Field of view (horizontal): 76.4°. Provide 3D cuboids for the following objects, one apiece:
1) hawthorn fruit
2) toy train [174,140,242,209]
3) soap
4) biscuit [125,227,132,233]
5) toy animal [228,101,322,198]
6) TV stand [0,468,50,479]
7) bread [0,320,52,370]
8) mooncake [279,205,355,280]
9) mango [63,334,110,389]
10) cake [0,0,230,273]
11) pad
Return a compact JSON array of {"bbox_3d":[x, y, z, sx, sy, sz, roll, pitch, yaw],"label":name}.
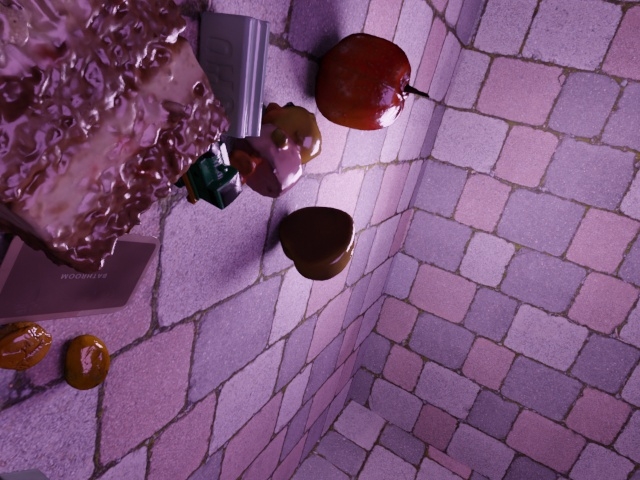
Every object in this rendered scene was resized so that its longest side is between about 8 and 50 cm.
[{"bbox_3d":[0.144,-0.416,1.095,0.254,0.300,0.254,-51,153,-40],"label":"hawthorn fruit"},{"bbox_3d":[-0.217,-0.145,0.748,0.091,0.136,0.228,-51,162,-29],"label":"toy train"},{"bbox_3d":[-0.162,-0.299,0.743,0.066,0.119,0.198,-26,131,-56],"label":"soap"},{"bbox_3d":[-0.362,-0.062,0.656,0.188,0.027,0.188,-49,152,-38],"label":"biscuit"},{"bbox_3d":[-0.092,-0.216,0.940,0.195,0.169,0.281,-25,-152,53],"label":"toy animal"},{"bbox_3d":[-0.574,0.544,0.690,0.270,0.082,0.088,-63,156,-13],"label":"TV stand"},{"bbox_3d":[-0.460,0.162,0.624,0.081,0.046,0.083,-35,148,-41],"label":"bread"},{"bbox_3d":[0.000,0.000,1.231,0.235,0.234,0.117,-54,154,-29],"label":"mooncake"},{"bbox_3d":[-0.429,0.223,0.745,0.079,0.057,0.114,-32,131,-48],"label":"mango"},{"bbox_3d":[-0.292,-0.160,0.394,0.256,0.281,0.290,-60,155,-24],"label":"cake"},{"bbox_3d":[-0.397,0.060,0.683,0.176,0.002,0.266,-59,159,9],"label":"pad"}]
